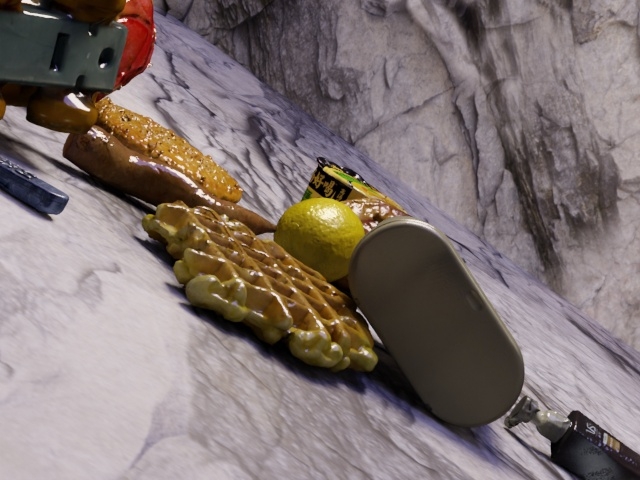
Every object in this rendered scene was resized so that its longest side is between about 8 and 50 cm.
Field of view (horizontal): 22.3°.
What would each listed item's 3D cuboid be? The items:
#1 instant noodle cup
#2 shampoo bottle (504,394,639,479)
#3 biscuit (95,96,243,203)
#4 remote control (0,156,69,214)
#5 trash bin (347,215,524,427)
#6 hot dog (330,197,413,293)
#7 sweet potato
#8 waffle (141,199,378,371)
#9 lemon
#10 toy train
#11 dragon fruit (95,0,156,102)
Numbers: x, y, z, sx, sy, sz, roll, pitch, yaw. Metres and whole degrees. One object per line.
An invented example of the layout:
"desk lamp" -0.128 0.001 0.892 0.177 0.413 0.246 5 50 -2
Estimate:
"instant noodle cup" 0.031 -0.028 2.263 0.151 0.122 0.151 30 10 -6
"shampoo bottle" 0.315 0.249 1.898 0.208 0.063 0.057 33 18 -5
"biscuit" -0.214 -0.127 2.224 0.254 0.035 0.254 32 7 -4
"remote control" -0.313 -0.069 1.568 0.153 0.027 0.043 31 14 5
"trash bin" 0.127 0.080 1.829 0.243 0.121 0.247 56 4 -3
"hot dog" 0.090 0.034 2.153 0.227 0.099 0.160 28 38 -34
"sweet potato" -0.170 -0.053 1.879 0.281 0.059 0.067 29 -1 -21
"waffle" -0.062 0.047 1.699 0.282 0.058 0.301 31 9 -7
"lemon" 0.000 0.000 2.023 0.109 0.109 0.133 36 33 28
"toy train" -0.367 -0.223 1.694 0.232 0.163 0.369 24 14 31
"dragon fruit" -0.329 -0.283 2.098 0.241 0.241 0.252 34 21 16
